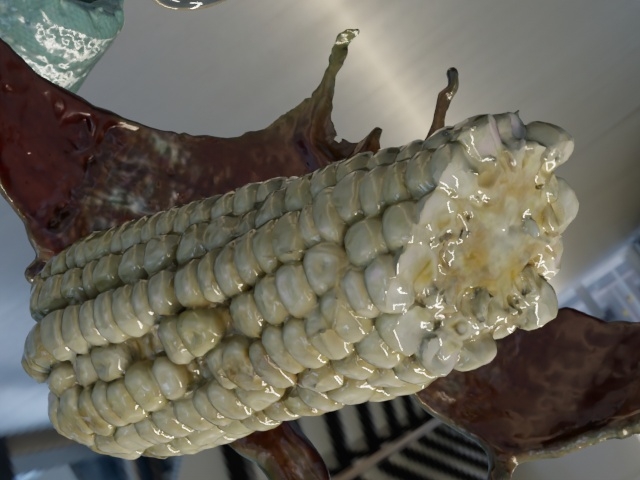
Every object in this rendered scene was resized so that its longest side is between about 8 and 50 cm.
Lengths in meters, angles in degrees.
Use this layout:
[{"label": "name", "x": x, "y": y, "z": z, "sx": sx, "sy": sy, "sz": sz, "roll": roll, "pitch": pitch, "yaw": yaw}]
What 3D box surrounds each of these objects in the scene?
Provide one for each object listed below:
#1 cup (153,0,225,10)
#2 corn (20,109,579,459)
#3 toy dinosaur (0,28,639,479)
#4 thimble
[{"label": "cup", "x": -0.084, "y": -0.192, "z": 0.759, "sx": 0.078, "sy": 0.077, "sz": 0.100, "roll": -17, "pitch": 164, "yaw": 1}, {"label": "corn", "x": -0.015, "y": 0.024, "z": 0.375, "sx": 0.211, "sy": 0.087, "sz": 0.087, "roll": -14, "pitch": -175, "yaw": 43}, {"label": "toy dinosaur", "x": -0.002, "y": -0.010, "z": 0.492, "sx": 0.206, "sy": 0.327, "sz": 0.113, "roll": -41, "pitch": 174, "yaw": -16}, {"label": "thimble", "x": -0.312, "y": -0.242, "z": 1.204, "sx": 0.198, "sy": 0.235, "sz": 0.143, "roll": 26, "pitch": 113, "yaw": -38}]
